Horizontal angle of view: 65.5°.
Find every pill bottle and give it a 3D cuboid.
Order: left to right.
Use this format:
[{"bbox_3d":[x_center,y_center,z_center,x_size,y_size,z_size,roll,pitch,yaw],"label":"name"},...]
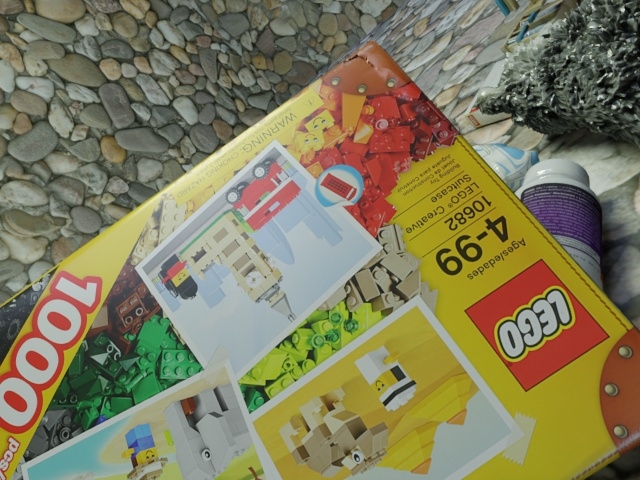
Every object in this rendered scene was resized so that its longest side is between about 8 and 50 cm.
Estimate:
[{"bbox_3d":[0.277,-0.007,0.596,0.108,0.108,0.193,-25,31,45],"label":"pill bottle"}]

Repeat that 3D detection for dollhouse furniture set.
[{"bbox_3d":[0.429,-0.480,1.020,0.128,0.184,0.129,-56,22,-19],"label":"dollhouse furniture set"}]

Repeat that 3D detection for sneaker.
[{"bbox_3d":[0.284,-0.128,0.850,0.086,0.085,0.237,-21,18,-4],"label":"sneaker"}]

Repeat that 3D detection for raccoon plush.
[{"bbox_3d":[0.325,-0.155,0.620,0.299,0.216,0.446,-45,16,54],"label":"raccoon plush"}]

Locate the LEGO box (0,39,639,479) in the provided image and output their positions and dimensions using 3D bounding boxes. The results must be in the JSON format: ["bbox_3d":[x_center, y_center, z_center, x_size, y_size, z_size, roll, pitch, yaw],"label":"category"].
[{"bbox_3d":[-0.039,0.127,0.469,0.500,0.372,0.193,-35,-22,3],"label":"LEGO box"}]

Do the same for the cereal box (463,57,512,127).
[{"bbox_3d":[0.409,-0.317,0.960,0.173,0.047,0.240,-56,23,-20],"label":"cereal box"}]
